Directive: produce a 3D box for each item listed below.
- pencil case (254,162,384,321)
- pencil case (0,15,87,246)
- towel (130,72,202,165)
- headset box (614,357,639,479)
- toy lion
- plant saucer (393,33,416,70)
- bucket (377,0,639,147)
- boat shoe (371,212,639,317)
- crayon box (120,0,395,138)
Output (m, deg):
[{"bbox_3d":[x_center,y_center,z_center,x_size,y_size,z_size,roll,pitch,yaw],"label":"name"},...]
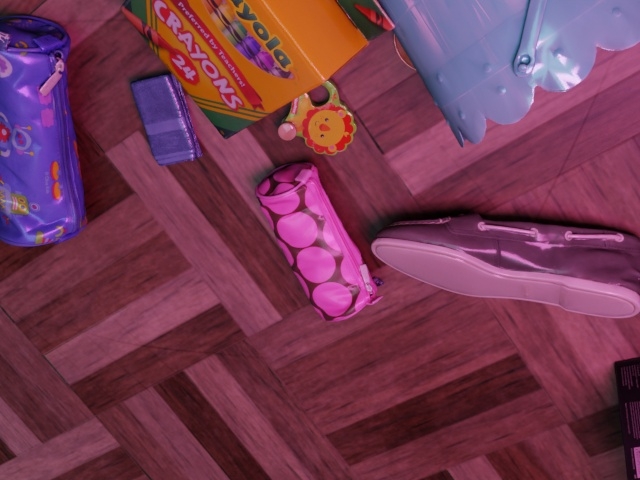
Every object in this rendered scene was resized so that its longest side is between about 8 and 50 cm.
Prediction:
[{"bbox_3d":[0.000,0.000,1.120,0.098,0.095,0.209,0,125,55],"label":"pencil case"},{"bbox_3d":[-0.373,-0.137,1.128,0.133,0.119,0.306,22,124,29],"label":"pencil case"},{"bbox_3d":[-0.201,-0.158,1.126,0.067,0.029,0.120,-7,115,18],"label":"towel"},{"bbox_3d":[0.466,0.323,1.072,0.131,0.246,0.283,-13,112,21],"label":"headset box"},{"bbox_3d":[-0.001,-0.157,1.075,0.096,0.034,0.100,10,118,2],"label":"toy lion"},{"bbox_3d":[0.127,-0.238,1.006,0.083,0.015,0.084,6,117,11],"label":"plant saucer"},{"bbox_3d":[0.197,-0.239,0.845,0.281,0.281,0.183,-32,96,26],"label":"bucket"},{"bbox_3d":[0.235,0.015,1.078,0.335,0.096,0.112,12,155,13],"label":"boat shoe"},{"bbox_3d":[-0.082,-0.240,0.923,0.202,0.081,0.318,51,154,-13],"label":"crayon box"}]
